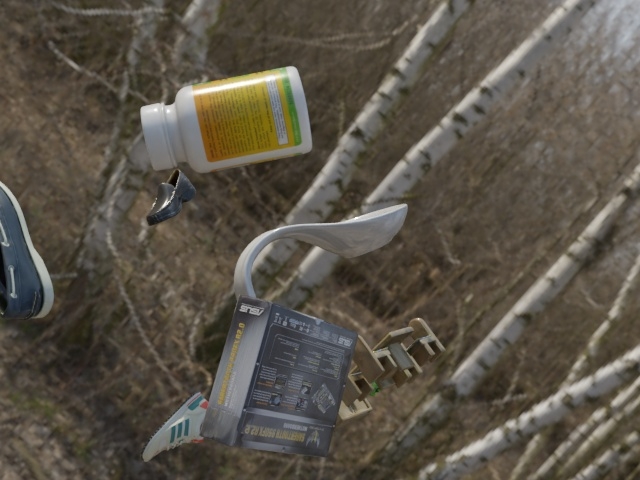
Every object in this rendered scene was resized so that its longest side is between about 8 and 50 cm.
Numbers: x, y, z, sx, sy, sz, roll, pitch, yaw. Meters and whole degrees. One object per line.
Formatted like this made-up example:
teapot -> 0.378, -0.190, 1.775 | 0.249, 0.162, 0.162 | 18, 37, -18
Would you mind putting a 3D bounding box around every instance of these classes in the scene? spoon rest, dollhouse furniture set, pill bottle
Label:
spoon rest -> 0.000, 0.000, 1.271 | 0.137, 0.276, 0.084 | -9, -74, 65
dollhouse furniture set -> 0.075, 0.231, 1.788 | 0.212, 0.242, 0.161 | -8, 56, -50
pill bottle -> -0.144, -0.180, 1.415 | 0.136, 0.246, 0.136 | 169, -90, -86

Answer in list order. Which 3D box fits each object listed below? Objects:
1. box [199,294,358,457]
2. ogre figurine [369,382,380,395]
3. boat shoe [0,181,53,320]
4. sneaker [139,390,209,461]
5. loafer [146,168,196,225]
box -> -0.047, 0.185, 1.211 | 0.056, 0.183, 0.231 | 11, -8, 34
ogre figurine -> 0.046, 0.331, 1.957 | 0.118, 0.197, 0.097 | 99, -13, -64
boat shoe -> -0.465, 0.005, 1.291 | 0.079, 0.095, 0.254 | -2, 58, -56
sneaker -> -0.255, 0.355, 1.682 | 0.075, 0.161, 0.057 | 44, -24, 0
loafer -> -0.301, -0.082, 1.789 | 0.061, 0.062, 0.170 | 65, 22, -19
